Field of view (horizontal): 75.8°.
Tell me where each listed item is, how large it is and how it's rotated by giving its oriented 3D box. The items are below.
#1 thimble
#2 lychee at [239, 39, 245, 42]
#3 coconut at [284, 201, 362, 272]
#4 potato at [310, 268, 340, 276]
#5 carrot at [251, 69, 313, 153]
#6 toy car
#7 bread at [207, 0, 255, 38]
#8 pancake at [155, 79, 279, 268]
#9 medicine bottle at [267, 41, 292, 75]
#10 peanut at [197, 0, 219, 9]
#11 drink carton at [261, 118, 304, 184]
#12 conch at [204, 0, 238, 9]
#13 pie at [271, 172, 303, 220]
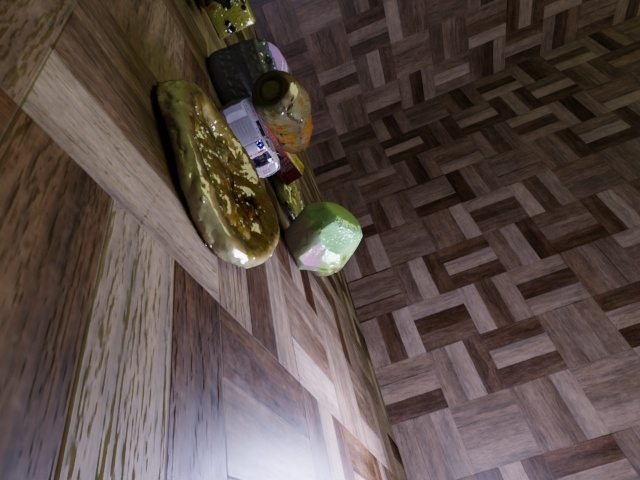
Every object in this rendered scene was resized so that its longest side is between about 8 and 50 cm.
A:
[{"bbox_3d":[-0.189,-0.437,1.145,0.236,0.172,0.205,52,22,-77],"label":"thimble"},{"bbox_3d":[-0.316,-0.801,1.728,0.083,0.067,0.068,51,-24,34],"label":"lychee"},{"bbox_3d":[0.000,0.000,1.246,0.204,0.236,0.236,42,-1,14],"label":"coconut"},{"bbox_3d":[0.008,0.024,1.437,0.137,0.154,0.200,19,48,-62],"label":"potato"},{"bbox_3d":[-0.086,-0.326,1.060,0.302,0.138,0.139,65,5,-84],"label":"carrot"},{"bbox_3d":[-0.175,-0.255,1.043,0.108,0.089,0.210,-97,163,-72],"label":"toy car"},{"bbox_3d":[-0.344,-0.854,1.313,0.077,0.138,0.361,-100,168,-51],"label":"bread"},{"bbox_3d":[-0.170,-0.120,0.736,0.356,0.065,0.356,-24,90,-82],"label":"pancake"},{"bbox_3d":[-0.222,-0.720,1.766,0.291,0.178,0.178,-71,140,-82],"label":"medicine bottle"},{"bbox_3d":[-0.358,-0.794,1.219,0.087,0.087,0.207,-93,162,-71],"label":"peanut"},{"bbox_3d":[-0.142,-0.295,1.322,0.223,0.071,0.096,54,17,-23],"label":"drink carton"},{"bbox_3d":[-0.290,-0.775,1.083,0.313,0.240,0.186,56,-6,-7],"label":"conch"},{"bbox_3d":[-0.111,-0.167,1.486,0.274,0.055,0.274,-21,90,-84],"label":"pie"}]
